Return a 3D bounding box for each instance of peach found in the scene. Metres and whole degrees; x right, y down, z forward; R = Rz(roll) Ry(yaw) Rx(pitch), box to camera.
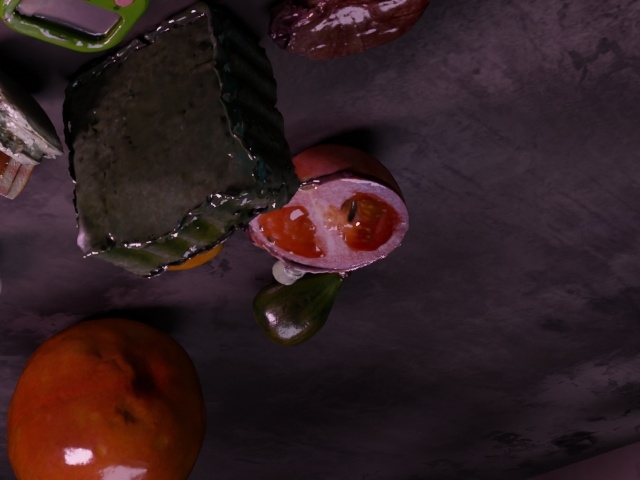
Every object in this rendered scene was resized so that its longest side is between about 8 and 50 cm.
[{"bbox_3d":[-0.348,0.289,1.807,0.343,0.342,0.301,3,149,-24],"label":"peach"}]

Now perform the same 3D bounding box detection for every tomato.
[{"bbox_3d":[0.011,-0.053,1.501,0.228,0.112,0.199,-7,138,13],"label":"tomato"}]

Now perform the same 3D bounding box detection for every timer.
[{"bbox_3d":[-0.254,-0.252,1.121,0.140,0.047,0.128,13,143,-37],"label":"timer"}]

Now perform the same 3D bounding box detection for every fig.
[{"bbox_3d":[-0.023,0.098,1.821,0.177,0.117,0.117,-36,149,2],"label":"fig"}]

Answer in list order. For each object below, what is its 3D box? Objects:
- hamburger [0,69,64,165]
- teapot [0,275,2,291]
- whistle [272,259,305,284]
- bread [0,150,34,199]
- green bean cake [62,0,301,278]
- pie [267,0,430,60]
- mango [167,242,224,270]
[{"bbox_3d":[-0.351,-0.139,1.218,0.062,0.133,0.140,-41,143,0],"label":"hamburger"},{"bbox_3d":[-0.540,0.064,1.576,0.145,0.092,0.226,15,145,-35],"label":"teapot"},{"bbox_3d":[0.000,0.000,1.669,0.126,0.067,0.258,18,148,-21],"label":"whistle"},{"bbox_3d":[-0.401,-0.082,1.381,0.109,0.062,0.043,-24,151,31],"label":"bread"},{"bbox_3d":[-0.159,-0.104,1.216,0.241,0.255,0.132,-26,151,19],"label":"green bean cake"},{"bbox_3d":[0.022,-0.276,1.165,0.204,0.054,0.218,-7,150,-5],"label":"pie"},{"bbox_3d":[-0.225,0.002,1.575,0.184,0.084,0.102,-11,153,13],"label":"mango"}]
